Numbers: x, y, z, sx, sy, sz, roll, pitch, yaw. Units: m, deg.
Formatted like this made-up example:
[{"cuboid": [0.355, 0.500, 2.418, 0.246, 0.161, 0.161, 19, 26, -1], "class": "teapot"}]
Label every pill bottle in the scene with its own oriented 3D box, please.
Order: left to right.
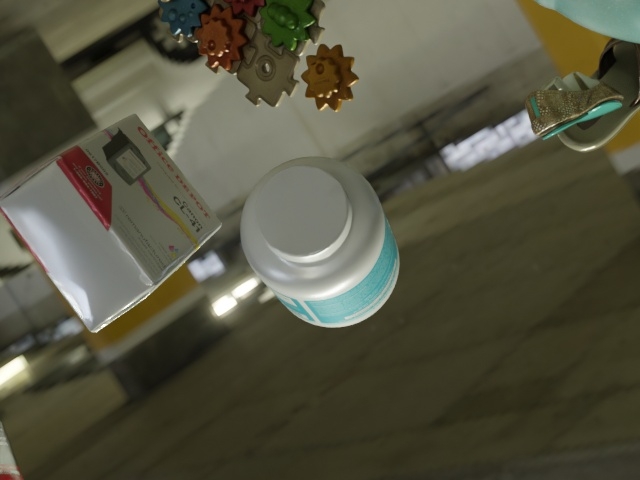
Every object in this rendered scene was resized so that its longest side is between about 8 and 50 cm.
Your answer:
[{"cuboid": [0.000, 0.000, 1.563, 0.146, 0.146, 0.264, -32, 166, 0], "class": "pill bottle"}]

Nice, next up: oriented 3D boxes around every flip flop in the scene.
[{"cuboid": [0.439, -0.248, 2.178, 0.277, 0.112, 0.080, -48, 154, -2], "class": "flip flop"}]

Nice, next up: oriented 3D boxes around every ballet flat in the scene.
[{"cuboid": [0.321, -0.180, 1.916, 0.073, 0.067, 0.206, -29, 175, 34], "class": "ballet flat"}]

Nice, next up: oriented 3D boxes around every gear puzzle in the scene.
[{"cuboid": [-0.085, -0.268, 1.948, 0.044, 0.339, 0.175, -12, 136, -53], "class": "gear puzzle"}]

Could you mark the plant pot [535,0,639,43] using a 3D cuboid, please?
[{"cuboid": [0.381, -0.315, 1.562, 0.293, 0.196, 0.293, -49, 169, -13], "class": "plant pot"}]

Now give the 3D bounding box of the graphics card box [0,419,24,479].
[{"cuboid": [-0.477, 0.131, 1.712, 0.094, 0.371, 0.233, -26, 166, 10], "class": "graphics card box"}]

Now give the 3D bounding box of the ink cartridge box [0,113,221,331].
[{"cuboid": [-0.290, -0.034, 2.136, 0.131, 0.226, 0.306, -35, -174, 21], "class": "ink cartridge box"}]
